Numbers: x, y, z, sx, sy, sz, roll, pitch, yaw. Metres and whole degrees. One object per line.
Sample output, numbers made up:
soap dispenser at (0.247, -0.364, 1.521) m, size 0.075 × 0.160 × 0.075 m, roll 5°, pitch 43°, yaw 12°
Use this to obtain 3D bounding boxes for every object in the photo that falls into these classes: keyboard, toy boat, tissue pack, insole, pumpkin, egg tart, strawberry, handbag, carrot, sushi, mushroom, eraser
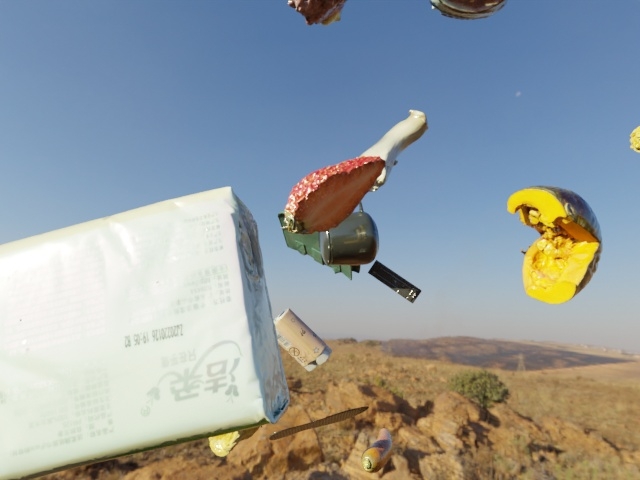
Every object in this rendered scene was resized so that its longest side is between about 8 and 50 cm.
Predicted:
keyboard at (0.279, 0.155, 1.533) m, size 0.204 × 0.061 × 0.013 m, roll 34°, pitch 4°, yaw 7°
toy boat at (0.412, -0.693, 1.164) m, size 0.261 × 0.114 × 0.115 m, roll 2°, pitch 17°, yaw -5°
tissue pack at (-0.275, 0.136, 0.607) m, size 0.404 × 0.332 × 0.205 m, roll -14°, pitch -16°, yaw 1°
insole at (-0.001, 0.441, 0.980) m, size 0.253 × 0.005 × 0.086 m, roll -10°, pitch -37°, yaw -14°
pumpkin at (0.372, -0.005, 0.632) m, size 0.107 × 0.184 × 0.119 m, roll -20°, pitch 16°, yaw -16°
egg tart at (-0.323, 0.648, 1.620) m, size 0.168 × 0.388 × 0.387 m, roll 25°, pitch -21°, yaw -26°
strawberry at (0.010, -0.108, 0.865) m, size 0.235 × 0.107 × 0.175 m, roll -28°, pitch -30°, yaw -24°
handbag at (0.000, -0.001, 1.529) m, size 0.326 × 0.089 × 0.239 m, roll 26°, pitch -34°, yaw 26°
carrot at (0.171, 0.565, 1.117) m, size 0.062 × 0.066 × 0.271 m, roll 34°, pitch 9°, yaw 22°
sushi at (-0.015, -0.825, 1.345) m, size 0.170 × 0.270 × 0.236 m, roll -35°, pitch -58°, yaw 27°
mushroom at (0.180, -0.235, 1.061) m, size 0.099 × 0.278 × 0.096 m, roll 44°, pitch -16°, yaw -7°
eraser at (-0.106, 0.462, 1.867) m, size 0.290 × 0.087 × 0.171 m, roll 46°, pitch -62°, yaw -8°

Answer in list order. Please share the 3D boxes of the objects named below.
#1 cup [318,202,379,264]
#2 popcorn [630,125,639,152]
cup at (0.081, -0.028, 1.280) m, size 0.176 × 0.223 × 0.169 m, roll -8°, pitch 4°, yaw -6°
popcorn at (0.713, -0.220, 0.873) m, size 0.083 × 0.057 × 0.082 m, roll -31°, pitch 25°, yaw -26°
